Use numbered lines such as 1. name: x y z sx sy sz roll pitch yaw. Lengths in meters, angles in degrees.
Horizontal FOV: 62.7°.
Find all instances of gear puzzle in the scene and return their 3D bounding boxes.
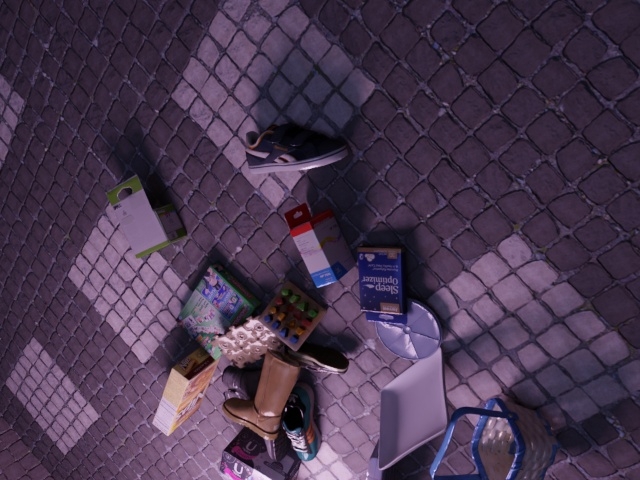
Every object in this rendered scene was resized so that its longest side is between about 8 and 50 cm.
1. gear puzzle: -0.202 0.309 1.757 0.339 0.044 0.175 -30 117 25

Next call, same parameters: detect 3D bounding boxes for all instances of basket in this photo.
1. basket: 0.453 0.552 1.391 0.289 0.201 0.254 7 117 -16

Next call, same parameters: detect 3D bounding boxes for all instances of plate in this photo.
1. plate: 0.265 0.471 1.470 0.045 0.277 0.278 32 124 -14

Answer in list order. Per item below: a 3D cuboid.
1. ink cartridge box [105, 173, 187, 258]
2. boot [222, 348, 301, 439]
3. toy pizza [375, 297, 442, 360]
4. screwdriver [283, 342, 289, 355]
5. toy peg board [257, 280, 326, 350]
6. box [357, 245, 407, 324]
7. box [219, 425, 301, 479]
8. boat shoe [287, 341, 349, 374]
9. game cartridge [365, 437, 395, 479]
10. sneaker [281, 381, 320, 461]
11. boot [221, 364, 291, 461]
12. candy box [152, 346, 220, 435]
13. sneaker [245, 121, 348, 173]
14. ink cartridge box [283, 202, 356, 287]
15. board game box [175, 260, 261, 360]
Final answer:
1. ink cartridge box: -0.601 -0.089 1.815 0.189 0.097 0.255 -20 96 33
2. boot: -0.193 0.479 1.722 0.236 0.089 0.269 20 101 23
3. toy pizza: 0.255 0.253 1.518 0.202 0.032 0.201 11 114 26
4. screwdriver: -0.118 0.335 1.727 0.024 0.025 0.169 -9 122 10
5. toy peg board: -0.095 0.233 1.627 0.161 0.079 0.160 37 89 12
6. box: 0.176 0.128 1.485 0.137 0.037 0.225 1 99 32
7. box: -0.218 0.813 1.902 0.248 0.163 0.142 22 119 20
8. boat shoe: -0.006 0.387 1.686 0.224 0.080 0.073 12 119 30
9. game cartridge: 0.187 0.746 1.640 0.062 0.198 0.297 12 113 24
10. sneaker: -0.077 0.640 1.787 0.108 0.121 0.301 3 109 28
11. boot: -0.229 0.608 1.876 0.223 0.118 0.337 -5 94 32
12. candy box: -0.497 0.553 1.944 0.088 0.183 0.316 34 121 15
13. sneaker: -0.082 -0.262 1.451 0.321 0.126 0.127 -2 113 30
14. ink cartridge box: 0.000 0.000 1.499 0.078 0.134 0.230 -21 98 33
15. board game box: -0.365 0.251 1.843 0.213 0.046 0.317 43 122 7
